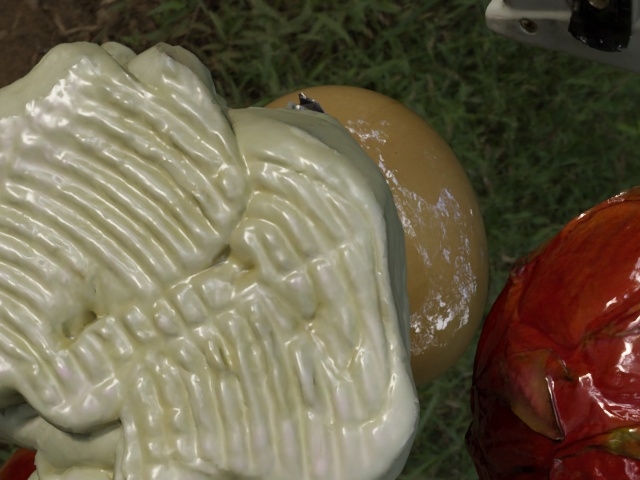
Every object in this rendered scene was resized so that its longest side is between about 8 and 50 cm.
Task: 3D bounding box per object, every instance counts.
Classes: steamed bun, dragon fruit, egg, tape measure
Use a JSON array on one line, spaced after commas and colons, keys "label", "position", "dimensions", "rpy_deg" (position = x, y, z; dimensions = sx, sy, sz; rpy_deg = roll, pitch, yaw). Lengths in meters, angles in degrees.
[{"label": "steamed bun", "position": [-0.087, 0.031, 0.601], "dimensions": [0.275, 0.206, 0.320], "rpy_deg": [-44, 83, 2]}, {"label": "dragon fruit", "position": [0.248, 0.121, 0.805], "dimensions": [0.277, 0.277, 0.342], "rpy_deg": [21, 66, -33]}, {"label": "egg", "position": [0.040, -0.003, 1.213], "dimensions": [0.301, 0.301, 0.374], "rpy_deg": [-23, 80, -37]}, {"label": "tape measure", "position": [0.290, -0.276, 1.045], "dimensions": [0.130, 0.258, 0.265], "rpy_deg": [-54, 150, -18]}]

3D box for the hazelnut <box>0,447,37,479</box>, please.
[{"label": "hazelnut", "position": [-0.270, 0.293, 1.182], "dimensions": [0.208, 0.208, 0.208], "rpy_deg": [6, 79, -36]}]
